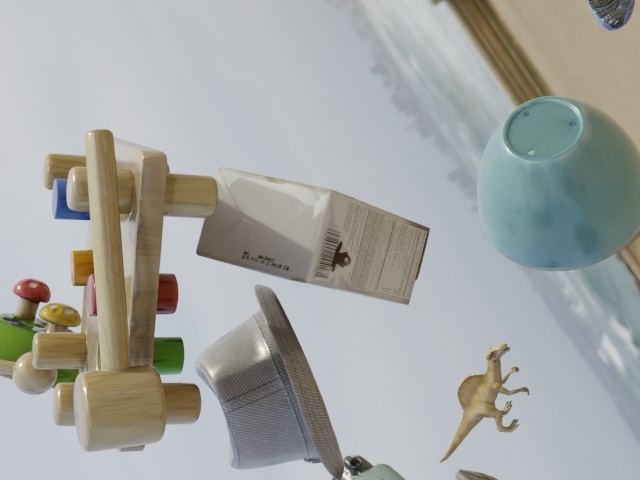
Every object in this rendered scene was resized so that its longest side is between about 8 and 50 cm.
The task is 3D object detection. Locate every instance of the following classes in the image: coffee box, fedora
[{"bbox_3d":[0.000,0.000,1.089,0.141,0.098,0.246,14,179,29],"label":"coffee box"},{"bbox_3d":[-0.067,0.179,1.157,0.275,0.124,0.244,134,114,-85],"label":"fedora"}]

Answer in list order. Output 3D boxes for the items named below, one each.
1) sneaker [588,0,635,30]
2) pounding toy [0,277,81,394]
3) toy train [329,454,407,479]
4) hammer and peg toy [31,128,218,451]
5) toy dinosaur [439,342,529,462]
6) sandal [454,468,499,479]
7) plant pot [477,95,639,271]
[{"bbox_3d":[0.519,-0.417,1.769,0.087,0.083,0.221,62,-155,-25],"label":"sneaker"},{"bbox_3d":[-0.375,0.114,1.297,0.182,0.110,0.237,18,-178,7],"label":"pounding toy"},{"bbox_3d":[0.130,0.432,1.404,0.334,0.142,0.190,34,144,48],"label":"toy train"},{"bbox_3d":[-0.166,0.037,0.877,0.361,0.127,0.266,-160,74,-67],"label":"hammer and peg toy"},{"bbox_3d":[0.224,0.225,1.372,0.092,0.183,0.053,23,-176,-15],"label":"toy dinosaur"},{"bbox_3d":[0.330,0.518,1.867,0.120,0.086,0.303,21,-176,-14],"label":"sandal"},{"bbox_3d":[0.382,-0.123,1.647,0.195,0.290,0.290,57,-175,-49],"label":"plant pot"}]
